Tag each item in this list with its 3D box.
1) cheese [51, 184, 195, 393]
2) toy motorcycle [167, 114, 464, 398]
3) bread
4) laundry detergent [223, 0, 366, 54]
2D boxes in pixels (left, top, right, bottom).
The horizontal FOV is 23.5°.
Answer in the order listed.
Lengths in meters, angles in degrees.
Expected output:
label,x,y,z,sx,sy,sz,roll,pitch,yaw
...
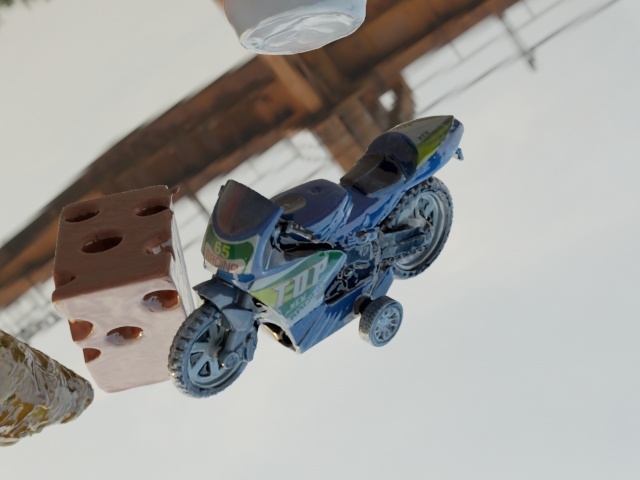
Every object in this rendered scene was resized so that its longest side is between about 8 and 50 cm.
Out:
label,x,y,z,sx,sy,sz,roll,pitch,yaw
cheese,-0.179,0.068,1.522,0.128,0.177,0.203,-13,-152,0
toy motorcycle,0.000,0.000,0.975,0.254,0.135,0.092,-29,-138,-34
bread,-0.216,0.064,0.829,0.105,0.233,0.076,22,-100,47
laundry detergent,-0.044,-0.275,0.886,0.088,0.335,0.159,-20,166,37
